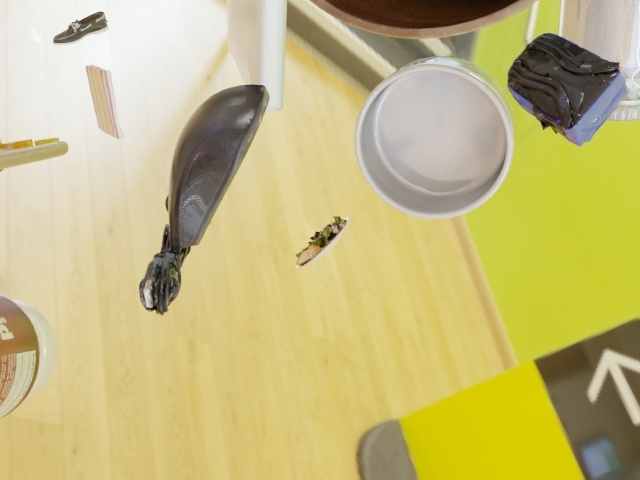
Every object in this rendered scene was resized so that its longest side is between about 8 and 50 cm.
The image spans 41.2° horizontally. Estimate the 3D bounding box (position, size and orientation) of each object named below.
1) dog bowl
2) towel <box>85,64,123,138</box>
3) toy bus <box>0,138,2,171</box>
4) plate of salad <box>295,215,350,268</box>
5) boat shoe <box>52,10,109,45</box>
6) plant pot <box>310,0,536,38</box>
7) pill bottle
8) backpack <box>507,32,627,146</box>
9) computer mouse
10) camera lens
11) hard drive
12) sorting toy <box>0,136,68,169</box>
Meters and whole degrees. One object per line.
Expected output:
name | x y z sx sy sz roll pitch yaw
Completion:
dog bowl | 0.197 -0.176 1.449 0.265 0.265 0.104 54 26 -8
towel | -0.454 -0.298 1.805 0.197 0.029 0.144 29 -48 61
toy bus | -0.661 -0.126 1.539 0.104 0.191 0.202 57 -20 32
plate of salad | 0.000 0.000 2.281 0.048 0.200 0.200 45 29 -8
boat shoe | -0.476 -0.420 1.685 0.125 0.038 0.046 -30 44 -32
plant pot | 0.096 -0.236 0.515 0.215 0.215 0.230 58 28 0
pill bottle | -0.579 0.188 1.336 0.224 0.224 0.392 60 3 5
backpack | 0.283 -0.175 1.003 0.120 0.098 0.101 42 1 30
computer mouse | -0.144 -0.065 0.960 0.072 0.272 0.188 25 24 -11
camera lens | 0.544 -0.379 1.544 0.219 0.219 0.274 -67 157 -58
hard drive | -0.086 -0.354 1.119 0.040 0.307 0.203 -9 42 -15
sorting toy | -0.503 -0.119 1.295 0.307 0.229 0.041 -31 117 -63
